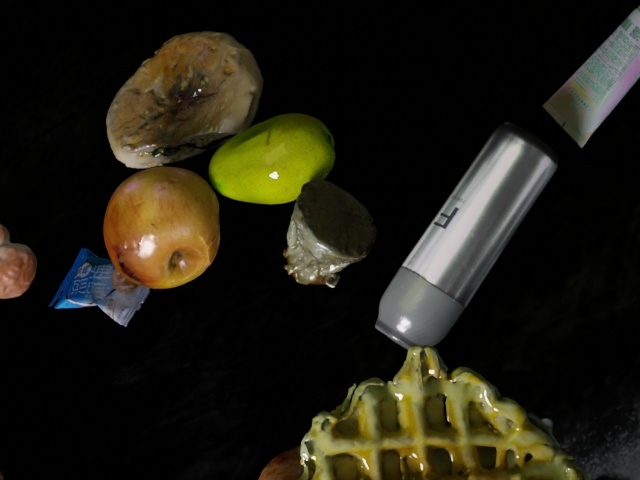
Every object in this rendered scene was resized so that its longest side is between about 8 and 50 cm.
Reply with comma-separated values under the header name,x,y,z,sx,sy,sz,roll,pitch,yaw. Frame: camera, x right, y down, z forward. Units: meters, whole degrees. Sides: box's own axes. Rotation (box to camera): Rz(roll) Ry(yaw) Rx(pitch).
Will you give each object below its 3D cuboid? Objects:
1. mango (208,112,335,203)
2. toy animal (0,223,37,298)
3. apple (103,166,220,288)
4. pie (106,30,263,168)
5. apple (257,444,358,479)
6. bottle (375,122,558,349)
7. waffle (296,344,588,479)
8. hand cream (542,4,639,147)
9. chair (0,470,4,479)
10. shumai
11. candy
name,x,y,z,sx,sy,sz,roll,pitch,yaw
mango,-0.054,-0.096,1.868,0.163,0.089,0.117,6,47,48
toy animal,-0.440,0.080,2.062,0.185,0.104,0.184,-12,58,26
apple,-0.182,-0.010,1.888,0.146,0.146,0.147,-17,57,29
pie,-0.169,-0.179,2.033,0.218,0.052,0.185,-16,52,27
apple,0.019,0.290,1.556,0.160,0.173,0.195,-52,48,-3
bottle,0.147,-0.001,1.688,0.254,0.079,0.096,-57,10,-3
waffle,0.104,0.265,1.447,0.297,0.317,0.073,-53,8,-18
hand cream,0.307,-0.183,1.693,0.174,0.047,0.076,-50,48,15
chair,-0.527,0.303,1.925,0.401,0.226,0.227,21,80,40
shumai,0.001,0.001,1.792,0.087,0.099,0.124,-55,10,33
candy,-0.260,0.057,1.983,0.136,0.038,0.088,12,60,32
